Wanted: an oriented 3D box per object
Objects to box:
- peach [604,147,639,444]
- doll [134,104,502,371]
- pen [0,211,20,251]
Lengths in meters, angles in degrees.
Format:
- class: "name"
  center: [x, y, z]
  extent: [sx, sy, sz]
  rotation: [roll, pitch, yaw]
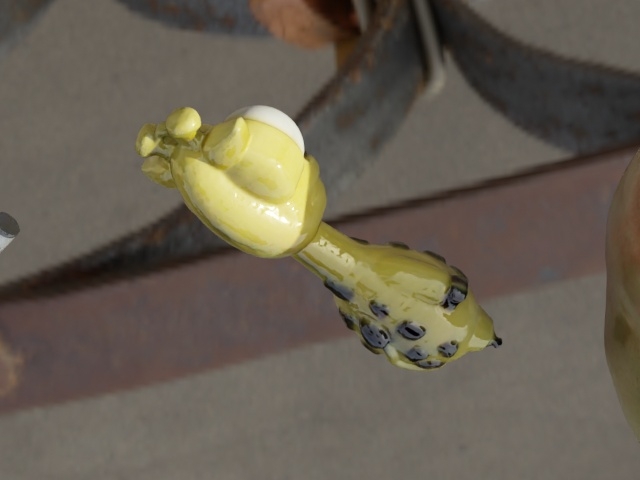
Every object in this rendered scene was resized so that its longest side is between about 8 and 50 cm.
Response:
- class: "peach"
  center: [0.298, 0.038, 1.187]
  extent: [0.247, 0.292, 0.292]
  rotation: [-24, 124, 2]
- class: "doll"
  center: [0.000, -0.001, 1.234]
  extent: [0.291, 0.086, 0.117]
  rotation: [36, 142, -24]
- class: "pen"
  center: [-0.311, 0.041, 1.535]
  extent: [0.025, 0.025, 0.204]
  rotation: [31, 130, -21]
